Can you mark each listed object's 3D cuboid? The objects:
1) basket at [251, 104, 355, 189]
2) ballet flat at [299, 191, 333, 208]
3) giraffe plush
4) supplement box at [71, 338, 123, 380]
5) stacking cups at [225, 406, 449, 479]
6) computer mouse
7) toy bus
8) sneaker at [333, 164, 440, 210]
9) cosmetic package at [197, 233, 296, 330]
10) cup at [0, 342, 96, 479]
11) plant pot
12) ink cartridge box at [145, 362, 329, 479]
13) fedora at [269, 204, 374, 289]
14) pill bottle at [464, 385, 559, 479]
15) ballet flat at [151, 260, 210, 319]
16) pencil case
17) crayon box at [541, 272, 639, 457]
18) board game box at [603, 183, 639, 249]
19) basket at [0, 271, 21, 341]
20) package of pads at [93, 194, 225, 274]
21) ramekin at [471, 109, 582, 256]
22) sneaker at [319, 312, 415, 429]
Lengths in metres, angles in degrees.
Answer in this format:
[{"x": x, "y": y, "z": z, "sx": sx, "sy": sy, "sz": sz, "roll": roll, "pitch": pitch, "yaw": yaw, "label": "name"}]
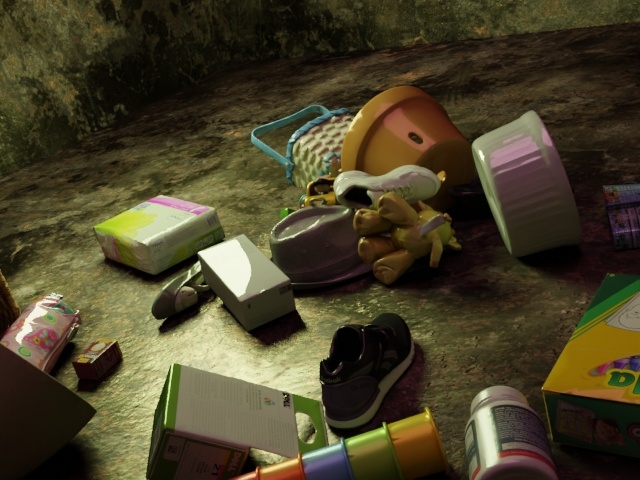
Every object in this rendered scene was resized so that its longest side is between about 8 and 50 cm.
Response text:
[{"x": -0.012, "y": -0.253, "z": 2.284, "sx": 0.255, "sy": 0.201, "sz": 0.289, "roll": -28, "pitch": 57, "yaw": -29, "label": "basket"}, {"x": 0.038, "y": -0.107, "z": 2.147, "sx": 0.203, "sy": 0.074, "sz": 0.074, "roll": -25, "pitch": 24, "yaw": -36, "label": "ballet flat"}, {"x": 0.197, "y": -0.017, "z": 1.745, "sx": 0.210, "sy": 0.181, "sz": 0.170, "roll": -13, "pitch": -1, "yaw": 32, "label": "giraffe plush"}, {"x": -0.442, "y": 0.236, "z": 1.679, "sx": 0.055, "sy": 0.043, "sz": 0.083, "roll": 0, "pitch": 28, "yaw": 28, "label": "supplement box"}, {"x": 0.012, "y": 0.315, "z": 1.155, "sx": 0.316, "sy": 0.096, "sz": 0.096, "roll": -16, "pitch": 23, "yaw": -2, "label": "stacking cups"}, {"x": 0.428, "y": -0.090, "z": 1.875, "sx": 0.262, "sy": 0.060, "sz": 0.184, "roll": -8, "pitch": 17, "yaw": -14, "label": "computer mouse"}, {"x": 0.015, "y": -0.100, "z": 1.982, "sx": 0.191, "sy": 0.104, "sz": 0.202, "roll": 6, "pitch": -21, "yaw": -30, "label": "toy bus"}, {"x": 0.141, "y": -0.098, "z": 1.809, "sx": 0.232, "sy": 0.090, "sz": 0.115, "roll": -6, "pitch": 24, "yaw": 9, "label": "sneaker"}, {"x": -0.156, "y": 0.083, "z": 1.760, "sx": 0.117, "sy": 0.085, "sz": 0.231, "roll": -23, "pitch": 36, "yaw": -19, "label": "cosmetic package"}, {"x": -0.568, "y": 0.287, "z": 1.365, "sx": 0.331, "sy": 0.331, "sz": 0.237, "roll": 10, "pitch": 60, "yaw": 45, "label": "cup"}, {"x": 0.222, "y": -0.187, "z": 1.977, "sx": 0.291, "sy": 0.290, "sz": 0.203, "roll": -25, "pitch": 42, "yaw": -21, "label": "plant pot"}, {"x": -0.124, "y": 0.301, "z": 1.296, "sx": 0.255, "sy": 0.097, "sz": 0.189, "roll": 17, "pitch": 19, "yaw": -12, "label": "ink cartridge box"}, {"x": 0.000, "y": 0.000, "z": 1.841, "sx": 0.276, "sy": 0.124, "sz": 0.243, "roll": -13, "pitch": 24, "yaw": 5, "label": "fedora"}, {"x": 0.243, "y": 0.272, "z": 1.098, "sx": 0.108, "sy": 0.108, "sz": 0.180, "roll": -11, "pitch": 24, "yaw": 10, "label": "pill bottle"}, {"x": -0.284, "y": 0.105, "z": 1.849, "sx": 0.068, "sy": 0.072, "sz": 0.213, "roll": 10, "pitch": 33, "yaw": 25, "label": "ballet flat"}, {"x": -0.580, "y": 0.220, "z": 1.706, "sx": 0.124, "sy": 0.124, "sz": 0.284, "roll": -11, "pitch": 22, "yaw": 10, "label": "pencil case"}, {"x": 0.531, "y": 0.172, "z": 1.150, "sx": 0.363, "sy": 0.106, "sz": 0.313, "roll": 2, "pitch": 29, "yaw": 35, "label": "crayon box"}, {"x": 0.662, "y": -0.059, "z": 1.653, "sx": 0.194, "sy": 0.060, "sz": 0.194, "roll": -9, "pitch": 24, "yaw": 17, "label": "board game box"}, {"x": -0.818, "y": 0.136, "z": 1.807, "sx": 0.223, "sy": 0.299, "sz": 0.213, "roll": -5, "pitch": 26, "yaw": 24, "label": "basket"}, {"x": -0.423, "y": -0.020, "z": 2.172, "sx": 0.229, "sy": 0.101, "sz": 0.297, "roll": -31, "pitch": 27, "yaw": -33, "label": "package of pads"}, {"x": 0.397, "y": -0.101, "z": 1.656, "sx": 0.135, "sy": 0.277, "sz": 0.277, "roll": -20, "pitch": 22, "yaw": 8, "label": "ramekin"}, {"x": 0.080, "y": 0.176, "z": 1.393, "sx": 0.107, "sy": 0.124, "sz": 0.283, "roll": -4, "pitch": 25, "yaw": 24, "label": "sneaker"}]
